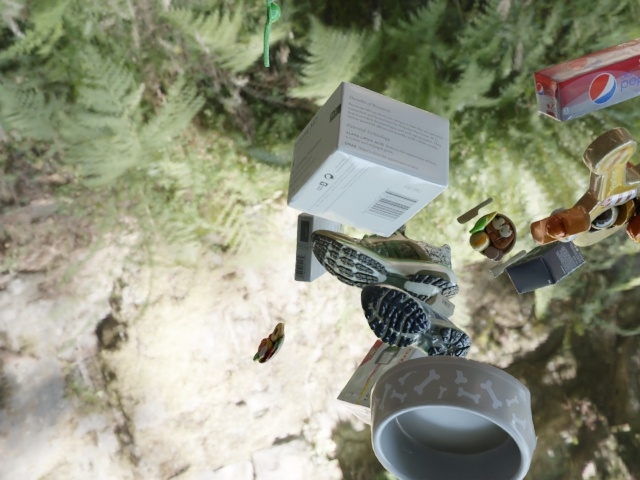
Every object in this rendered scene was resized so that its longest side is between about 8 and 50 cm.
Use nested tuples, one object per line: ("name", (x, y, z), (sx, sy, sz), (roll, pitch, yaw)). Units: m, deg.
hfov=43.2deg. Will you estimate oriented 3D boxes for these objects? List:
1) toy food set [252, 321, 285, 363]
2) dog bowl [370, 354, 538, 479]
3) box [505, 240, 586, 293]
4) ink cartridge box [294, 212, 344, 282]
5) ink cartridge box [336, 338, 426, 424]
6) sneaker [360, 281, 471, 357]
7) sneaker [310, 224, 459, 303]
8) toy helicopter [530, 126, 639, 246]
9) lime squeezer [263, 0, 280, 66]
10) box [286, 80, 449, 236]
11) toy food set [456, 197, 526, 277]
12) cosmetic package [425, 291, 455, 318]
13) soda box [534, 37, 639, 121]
("toy food set", (-0.096, 0.201, 1.550), (0.083, 0.020, 0.083), (-35, -153, 41))
("dog bowl", (0.259, 0.382, 1.597), (0.348, 0.349, 0.102), (-11, -144, 24))
("box", (0.661, 0.072, 2.377), (0.158, 0.093, 0.156), (-30, -178, -32))
("ink cartridge box", (0.000, 0.000, 2.256), (0.066, 0.189, 0.232), (8, -165, 18))
("ink cartridge box", (0.195, 0.395, 2.213), (0.226, 0.131, 0.306), (-53, -171, -15))
("sneaker", (0.179, 0.165, 1.684), (0.110, 0.283, 0.122), (-52, -152, 8))
("sneaker", (0.173, 0.033, 2.142), (0.410, 0.158, 0.182), (18, -129, -6))
("toy helicopter", (0.483, -0.083, 1.409), (0.234, 0.140, 0.355), (-28, 152, 4))
("lime squeezer", (-0.085, -0.547, 1.878), (0.109, 0.059, 0.310), (7, 134, -45))
("box", (0.068, -0.113, 1.185), (0.181, 0.119, 0.181), (16, 150, -19))
("toy food set", (0.466, -0.010, 2.171), (0.132, 0.192, 0.038), (-34, -178, 0))
("cosmetic package", (0.277, 0.186, 2.018), (0.115, 0.060, 0.041), (-44, -169, 39))
("soda box", (0.550, -0.314, 1.553), (0.263, 0.084, 0.092), (-20, -152, -11))
